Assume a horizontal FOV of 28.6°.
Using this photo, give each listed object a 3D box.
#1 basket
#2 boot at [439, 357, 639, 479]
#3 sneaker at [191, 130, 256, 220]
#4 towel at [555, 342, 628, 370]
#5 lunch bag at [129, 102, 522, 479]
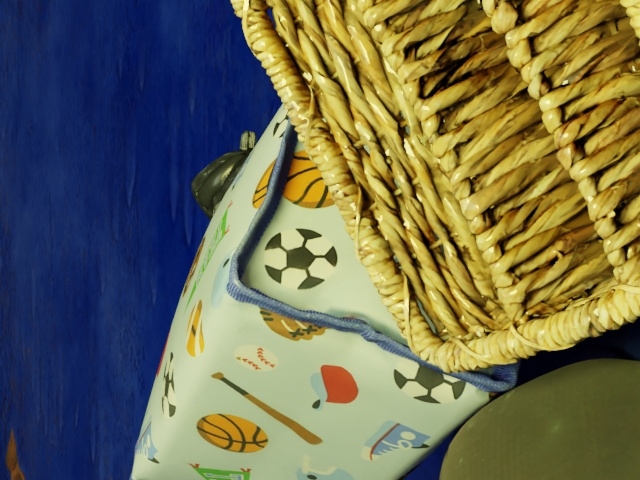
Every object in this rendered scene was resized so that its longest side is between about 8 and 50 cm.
[{"bbox_3d":[0.110,-0.096,0.677,0.299,0.223,0.213,65,168,-2],"label":"basket"},{"bbox_3d":[0.208,0.126,0.703,0.305,0.115,0.112,-19,45,36],"label":"boot"},{"bbox_3d":[-0.088,0.014,1.378,0.153,0.101,0.268,49,126,52],"label":"sneaker"},{"bbox_3d":[0.227,0.224,0.805,0.308,0.076,0.227,34,121,57],"label":"towel"},{"bbox_3d":[0.031,0.004,0.993,0.328,0.239,0.385,124,165,-49],"label":"lunch bag"}]
